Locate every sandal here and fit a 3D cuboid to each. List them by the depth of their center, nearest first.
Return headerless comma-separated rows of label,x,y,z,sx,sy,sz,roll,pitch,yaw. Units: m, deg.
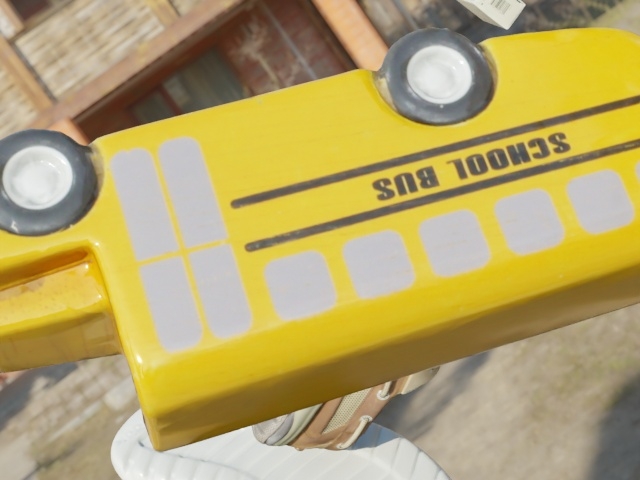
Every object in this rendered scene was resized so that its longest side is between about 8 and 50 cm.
sandal,-0.028,0.254,1.218,0.416,0.102,0.169,15,47,34

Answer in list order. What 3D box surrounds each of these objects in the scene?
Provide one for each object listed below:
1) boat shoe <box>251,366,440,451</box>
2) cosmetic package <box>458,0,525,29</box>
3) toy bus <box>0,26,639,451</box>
boat shoe,0.057,0.080,1.103,0.324,0.116,0.123,-50,30,30
cosmetic package,0.221,-0.315,1.565,0.041,0.060,0.115,-54,17,9
toy bus,0.000,0.000,0.540,0.332,0.130,0.108,-16,-20,-11
